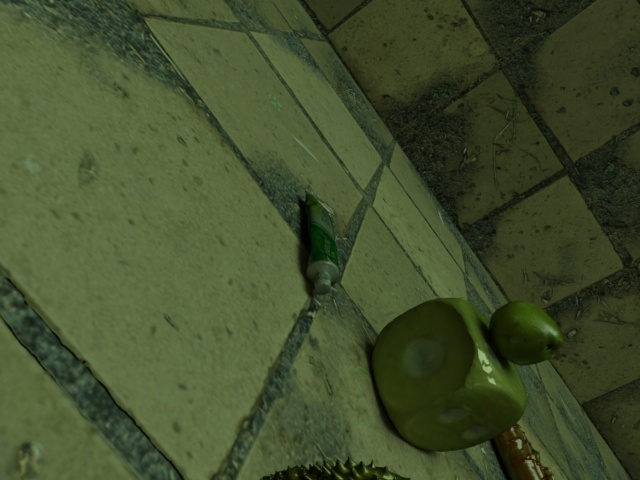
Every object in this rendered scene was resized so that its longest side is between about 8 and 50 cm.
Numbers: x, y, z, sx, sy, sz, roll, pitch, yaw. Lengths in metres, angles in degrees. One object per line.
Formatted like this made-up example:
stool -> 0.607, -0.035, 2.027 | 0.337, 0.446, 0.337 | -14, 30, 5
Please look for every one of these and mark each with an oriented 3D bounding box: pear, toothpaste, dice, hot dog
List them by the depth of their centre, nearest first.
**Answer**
pear -> 0.284, 0.130, 0.749 | 0.092, 0.097, 0.092 | 6, 82, -46
dice -> 0.190, 0.200, 0.804 | 0.169, 0.169, 0.166 | 40, 27, -37
toothpaste -> 0.000, 0.000, 0.858 | 0.078, 0.047, 0.248 | 48, 20, -27
hot dog -> 0.412, 0.462, 1.055 | 0.104, 0.076, 0.250 | 37, 26, -43

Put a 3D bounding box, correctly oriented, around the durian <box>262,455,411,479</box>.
durian -> 0.042, 0.269, 0.443 | 0.186, 0.119, 0.108 | 54, 16, -11
